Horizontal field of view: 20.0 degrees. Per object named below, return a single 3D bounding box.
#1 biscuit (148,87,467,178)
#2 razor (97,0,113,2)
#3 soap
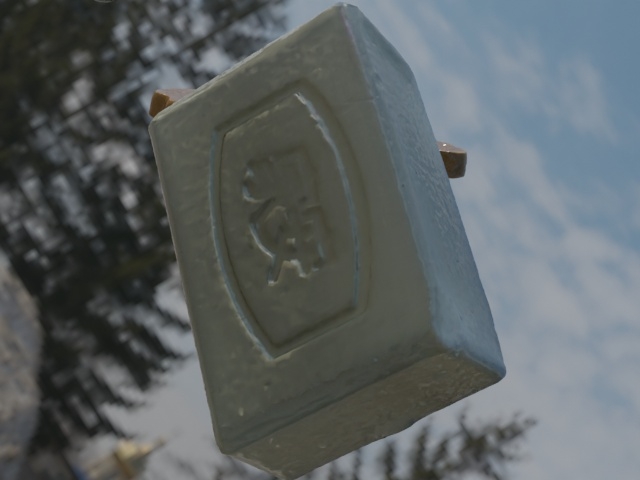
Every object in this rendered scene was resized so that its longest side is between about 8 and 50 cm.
[{"bbox_3d":[-0.017,-0.075,1.327,0.236,0.040,0.144,13,6,25],"label":"biscuit"},{"bbox_3d":[-0.067,-0.116,0.399,0.068,0.040,0.135,3,-57,37],"label":"razor"},{"bbox_3d":[0.000,0.000,0.802,0.064,0.121,0.183,35,33,-51],"label":"soap"}]
